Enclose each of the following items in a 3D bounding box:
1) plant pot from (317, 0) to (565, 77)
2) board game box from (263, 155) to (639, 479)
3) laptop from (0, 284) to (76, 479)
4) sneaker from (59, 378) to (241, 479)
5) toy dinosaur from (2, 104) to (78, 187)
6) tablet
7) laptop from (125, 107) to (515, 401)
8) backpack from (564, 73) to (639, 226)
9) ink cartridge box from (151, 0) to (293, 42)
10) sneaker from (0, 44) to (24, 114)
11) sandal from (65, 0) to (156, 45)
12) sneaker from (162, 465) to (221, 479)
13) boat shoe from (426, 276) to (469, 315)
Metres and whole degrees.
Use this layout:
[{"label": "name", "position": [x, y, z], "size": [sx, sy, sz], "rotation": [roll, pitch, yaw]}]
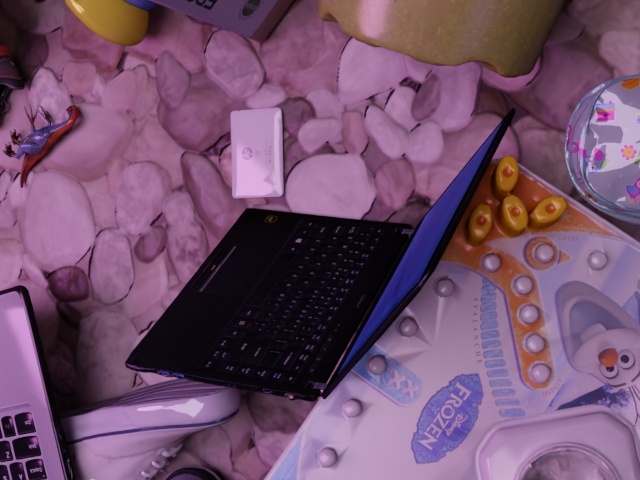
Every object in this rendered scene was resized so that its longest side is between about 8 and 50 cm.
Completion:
[{"label": "plant pot", "position": [0.113, -0.270, 0.839], "size": [0.276, 0.276, 0.254], "rotation": [23, 110, 21]}, {"label": "board game box", "position": [0.184, 0.192, 0.814], "size": [0.390, 0.050, 0.390], "rotation": [35, 86, 8]}, {"label": "laptop", "position": [-0.434, 0.290, 1.028], "size": [0.382, 0.236, 0.408], "rotation": [-15, 87, 34]}, {"label": "sneaker", "position": [-0.175, 0.193, 1.046], "size": [0.258, 0.094, 0.091], "rotation": [-17, 92, 31]}, {"label": "toy dinosaur", "position": [-0.279, -0.106, 1.119], "size": [0.082, 0.047, 0.090], "rotation": [-6, 121, 14]}, {"label": "tablet", "position": [-0.060, -0.082, 1.032], "size": [0.054, 0.006, 0.083], "rotation": [-1, 89, 23]}, {"label": "laptop", "position": [0.000, 0.000, 0.868], "size": [0.264, 0.234, 0.136], "rotation": [7, 126, 23]}, {"label": "backpack", "position": [0.277, -0.069, 0.825], "size": [0.182, 0.115, 0.152], "rotation": [9, 89, 14]}, {"label": "ink cartridge box", "position": [-0.071, -0.280, 0.912], "size": [0.088, 0.235, 0.193], "rotation": [44, 106, 18]}, {"label": "sneaker", "position": [-0.370, -0.132, 1.137], "size": [0.158, 0.061, 0.065], "rotation": [-40, 82, 19]}, {"label": "sandal", "position": [-0.241, -0.339, 1.054], "size": [0.138, 0.126, 0.317], "rotation": [-44, 83, 13]}, {"label": "sneaker", "position": [-0.116, 0.252, 0.917], "size": [0.101, 0.268, 0.153], "rotation": [-9, 121, 0]}, {"label": "boat shoe", "position": [0.132, 0.166, 0.901], "size": [0.116, 0.099, 0.319], "rotation": [-19, 83, 22]}]
